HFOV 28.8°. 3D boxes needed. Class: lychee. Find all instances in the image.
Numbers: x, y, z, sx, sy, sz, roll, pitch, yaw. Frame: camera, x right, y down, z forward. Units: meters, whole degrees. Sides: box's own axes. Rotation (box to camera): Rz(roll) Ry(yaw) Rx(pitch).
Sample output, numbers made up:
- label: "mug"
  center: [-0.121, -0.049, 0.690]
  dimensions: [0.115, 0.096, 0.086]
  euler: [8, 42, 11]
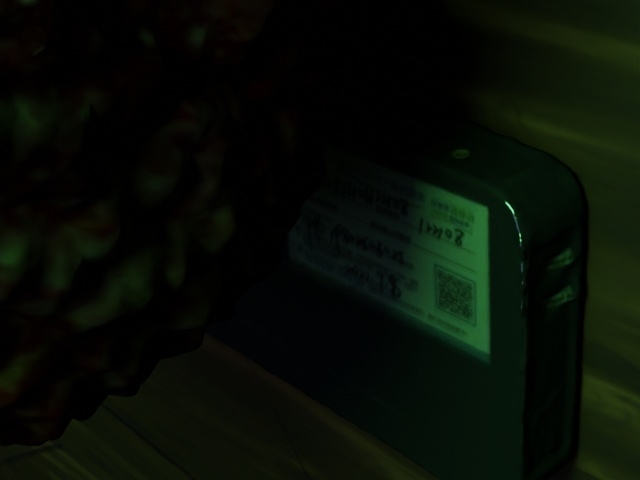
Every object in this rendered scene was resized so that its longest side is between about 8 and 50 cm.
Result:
- label: "lychee"
  center: [-0.172, -0.108, 0.535]
  dimensions: [0.500, 0.424, 0.424]
  euler: [-3, 114, 30]

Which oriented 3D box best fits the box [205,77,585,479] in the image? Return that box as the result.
- label: "box"
  center: [0.000, 0.000, 0.745]
  dimensions: [0.350, 0.058, 0.211]
  euler: [28, 134, 39]
